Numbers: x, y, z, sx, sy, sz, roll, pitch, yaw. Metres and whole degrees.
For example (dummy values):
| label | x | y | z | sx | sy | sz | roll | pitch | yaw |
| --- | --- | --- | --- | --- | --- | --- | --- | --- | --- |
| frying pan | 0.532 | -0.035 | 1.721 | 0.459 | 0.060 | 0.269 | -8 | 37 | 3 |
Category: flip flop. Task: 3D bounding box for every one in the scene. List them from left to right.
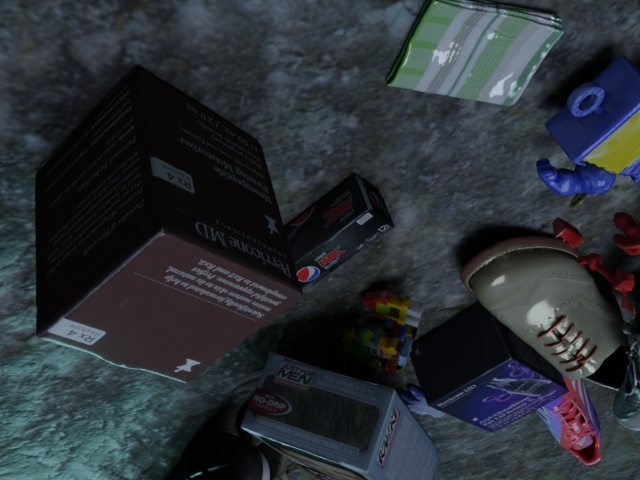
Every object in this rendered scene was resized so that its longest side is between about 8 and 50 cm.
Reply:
| label | x | y | z | sx | sy | sz | roll | pitch | yaw |
| --- | --- | --- | --- | --- | --- | --- | --- | --- | --- |
| flip flop | -0.068 | 0.348 | 1.296 | 0.080 | 0.112 | 0.277 | -33 | 145 | -23 |

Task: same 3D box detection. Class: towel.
| label | x | y | z | sx | sy | sz | roll | pitch | yaw |
| --- | --- | --- | --- | --- | --- | --- | --- | --- | --- |
| towel | 0.154 | -0.184 | 0.781 | 0.152 | 0.023 | 0.113 | 3 | 137 | -24 |

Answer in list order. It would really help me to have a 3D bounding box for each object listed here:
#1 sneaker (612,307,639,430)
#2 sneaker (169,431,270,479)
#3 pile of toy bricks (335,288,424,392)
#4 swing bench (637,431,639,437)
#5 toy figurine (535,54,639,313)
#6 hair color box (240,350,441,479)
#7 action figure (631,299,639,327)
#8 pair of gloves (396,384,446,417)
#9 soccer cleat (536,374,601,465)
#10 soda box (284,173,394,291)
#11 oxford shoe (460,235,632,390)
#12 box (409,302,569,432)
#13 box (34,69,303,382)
| label | x | y | z | sx | sy | sz | roll | pitch | yaw |
| --- | --- | --- | --- | --- | --- | --- | --- | --- | --- |
| sneaker | 0.460 | 0.142 | 1.086 | 0.115 | 0.105 | 0.281 | 13 | 120 | -4 |
| sneaker | -0.125 | 0.455 | 1.312 | 0.257 | 0.169 | 0.447 | 18 | 141 | -21 |
| pile of toy bricks | 0.073 | 0.154 | 1.116 | 0.105 | 0.118 | 0.212 | 17 | 152 | 10 |
| swing bench | 0.758 | 0.313 | 1.513 | 0.253 | 0.165 | 0.254 | -38 | 132 | 25 |
| toy figurine | 0.356 | -0.115 | 0.820 | 0.217 | 0.191 | 0.362 | 24 | 125 | -34 |
| hair color box | 0.047 | 0.294 | 1.151 | 0.185 | 0.114 | 0.374 | 12 | 158 | 24 |
| action figure | 0.559 | 0.120 | 1.263 | 0.137 | 0.063 | 0.232 | -56 | 144 | -2 |
| pair of gloves | 0.149 | 0.311 | 1.388 | 0.198 | 0.023 | 0.159 | -39 | 137 | 26 |
| soccer cleat | 0.446 | 0.311 | 1.422 | 0.108 | 0.116 | 0.318 | -27 | 141 | 13 |
| soda box | 0.000 | 0.000 | 0.918 | 0.169 | 0.060 | 0.053 | -37 | 139 | 22 |
| oxford shoe | 0.346 | 0.110 | 1.112 | 0.397 | 0.146 | 0.140 | 24 | 127 | -40 |
| box | 0.261 | 0.200 | 1.224 | 0.153 | 0.108 | 0.207 | -37 | 138 | 24 |
| box | -0.148 | -0.009 | 0.735 | 0.167 | 0.203 | 0.168 | -38 | 138 | 23 |
